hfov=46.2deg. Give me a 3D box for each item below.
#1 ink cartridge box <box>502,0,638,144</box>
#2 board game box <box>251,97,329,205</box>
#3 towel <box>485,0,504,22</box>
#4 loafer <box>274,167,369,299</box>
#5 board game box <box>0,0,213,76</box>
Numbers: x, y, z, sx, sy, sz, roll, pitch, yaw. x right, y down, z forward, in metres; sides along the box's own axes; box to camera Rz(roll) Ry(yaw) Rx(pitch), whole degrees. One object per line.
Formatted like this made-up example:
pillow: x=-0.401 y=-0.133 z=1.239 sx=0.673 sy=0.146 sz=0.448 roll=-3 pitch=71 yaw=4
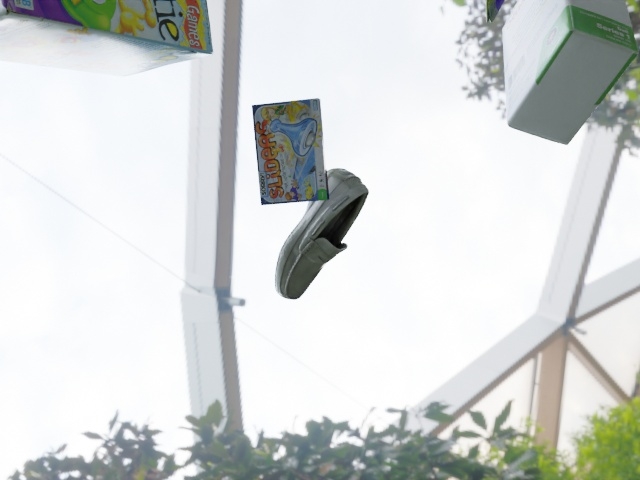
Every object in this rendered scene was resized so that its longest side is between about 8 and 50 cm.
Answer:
ink cartridge box: x=0.397 y=-0.330 z=1.233 sx=0.117 sy=0.201 sz=0.278 roll=16 pitch=-131 yaw=-8
board game box: x=-0.059 y=-0.174 z=1.488 sx=0.035 sy=0.136 sz=0.201 roll=-31 pitch=-64 yaw=-80
towel: x=0.243 y=-0.338 z=1.000 sx=0.083 sy=0.009 sz=0.060 roll=-57 pitch=-24 yaw=-15
loafer: x=0.000 y=0.000 z=1.604 sx=0.112 sy=0.111 sz=0.319 roll=3 pitch=-61 yaw=-48
board game box: x=-0.254 y=-0.259 z=0.755 sx=0.275 sy=0.145 sz=0.141 roll=-11 pitch=-85 yaw=-61
